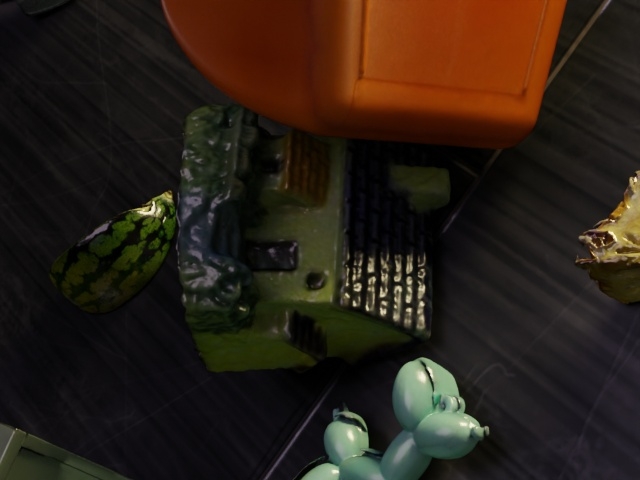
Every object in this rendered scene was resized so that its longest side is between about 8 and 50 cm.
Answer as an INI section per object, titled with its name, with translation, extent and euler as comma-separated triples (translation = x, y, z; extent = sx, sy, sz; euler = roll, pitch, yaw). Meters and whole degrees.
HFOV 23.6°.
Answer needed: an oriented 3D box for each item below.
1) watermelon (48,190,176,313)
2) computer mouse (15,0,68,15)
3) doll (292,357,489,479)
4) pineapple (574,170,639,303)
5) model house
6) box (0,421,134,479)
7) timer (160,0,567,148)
[watermelon]
translation = -0.216, 0.013, 1.519
extent = 0.163, 0.069, 0.087
euler = -38, 45, 18
[computer mouse]
translation = -0.305, -0.343, 1.832
extent = 0.229, 0.068, 0.113
euler = -24, 63, 46
[doll]
translation = 0.055, 0.166, 1.165
extent = 0.159, 0.059, 0.158
euler = 2, 68, 47
[pineapple]
translation = 0.251, -0.008, 1.076
extent = 0.137, 0.069, 0.116
euler = -49, 41, 7
[model house]
translation = 0.000, 0.000, 1.243
extent = 0.211, 0.170, 0.194
euler = -1, 58, 5
[box]
translation = -0.243, 0.283, 1.257
extent = 0.117, 0.225, 0.225
euler = 11, 73, 47
[timer]
translation = 0.030, -0.174, 1.250
extent = 0.250, 0.257, 0.161
euler = 20, 106, 53
